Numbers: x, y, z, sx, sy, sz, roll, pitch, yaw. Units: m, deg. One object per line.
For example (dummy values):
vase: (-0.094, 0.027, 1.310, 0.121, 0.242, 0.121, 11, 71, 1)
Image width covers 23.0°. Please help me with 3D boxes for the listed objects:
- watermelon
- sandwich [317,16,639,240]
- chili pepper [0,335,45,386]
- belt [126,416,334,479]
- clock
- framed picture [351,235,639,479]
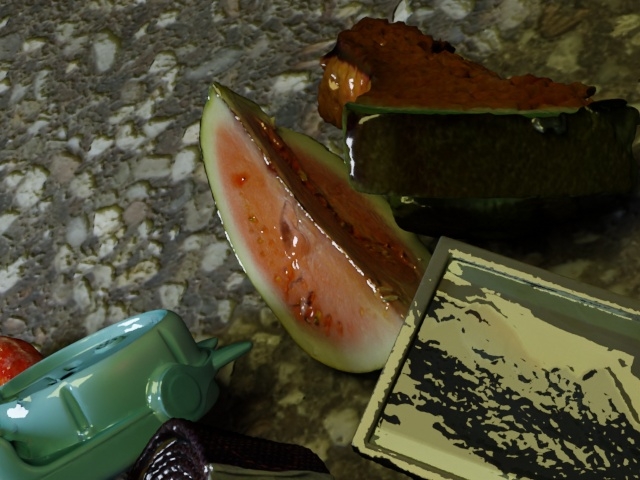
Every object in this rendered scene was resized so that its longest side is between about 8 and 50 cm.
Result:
watermelon: (0.020, -0.005, 1.370, 0.128, 0.159, 0.303, -25, 61, -27)
sandwich: (0.098, -0.084, 1.350, 0.250, 0.162, 0.301, -2, 24, -21)
chili pepper: (-0.289, 0.141, 1.514, 0.070, 0.073, 0.123, -31, 47, -11)
belt: (-0.055, 0.278, 1.193, 0.184, 0.164, 0.289, -47, 39, 35)
clock: (-0.196, 0.139, 1.361, 0.274, 0.094, 0.223, -30, 10, -20)
framed picture: (0.178, 0.119, 1.179, 0.265, 0.018, 0.192, 18, 70, 17)
